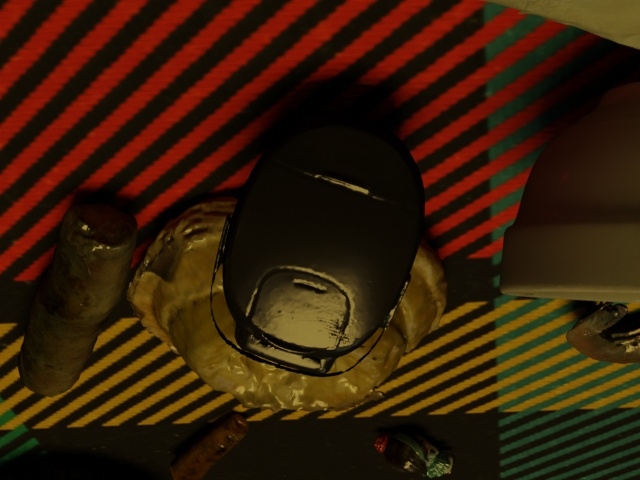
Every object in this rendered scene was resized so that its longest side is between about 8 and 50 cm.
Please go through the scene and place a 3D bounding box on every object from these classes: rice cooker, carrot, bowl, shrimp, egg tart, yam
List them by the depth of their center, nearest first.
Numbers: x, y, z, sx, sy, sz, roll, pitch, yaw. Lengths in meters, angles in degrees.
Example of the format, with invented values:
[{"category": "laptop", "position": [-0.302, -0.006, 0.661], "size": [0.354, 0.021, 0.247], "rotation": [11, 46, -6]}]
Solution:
[{"category": "bowl", "position": [0.268, -0.027, 0.886], "size": [0.286, 0.144, 0.287], "rotation": [4, 177, 0]}, {"category": "rice cooker", "position": [0.000, 0.001, 0.964], "size": [0.142, 0.118, 0.203], "rotation": [21, 108, -5]}, {"category": "egg tart", "position": [-0.031, 0.069, 1.145], "size": [0.290, 0.115, 0.290], "rotation": [2, 148, 1]}, {"category": "yam", "position": [-0.223, 0.060, 1.177], "size": [0.071, 0.067, 0.317], "rotation": [3, 150, -20]}, {"category": "shrimp", "position": [0.322, 0.062, 1.185], "size": [0.152, 0.046, 0.219], "rotation": [23, 144, -37]}, {"category": "carrot", "position": [-0.129, 0.243, 1.513], "size": [0.042, 0.042, 0.170], "rotation": [16, 144, -24]}]

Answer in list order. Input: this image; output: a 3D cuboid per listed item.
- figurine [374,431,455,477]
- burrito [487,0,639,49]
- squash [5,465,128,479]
[{"category": "figurine", "position": [0.111, 0.248, 1.513], "size": [0.060, 0.047, 0.106], "rotation": [23, 178, 42]}, {"category": "burrito", "position": [0.106, -0.187, 0.715], "size": [0.445, 0.101, 0.139], "rotation": [12, 152, -17]}, {"category": "squash", "position": [-0.312, 0.383, 1.630], "size": [0.252, 0.165, 0.252], "rotation": [0, 147, 0]}]
